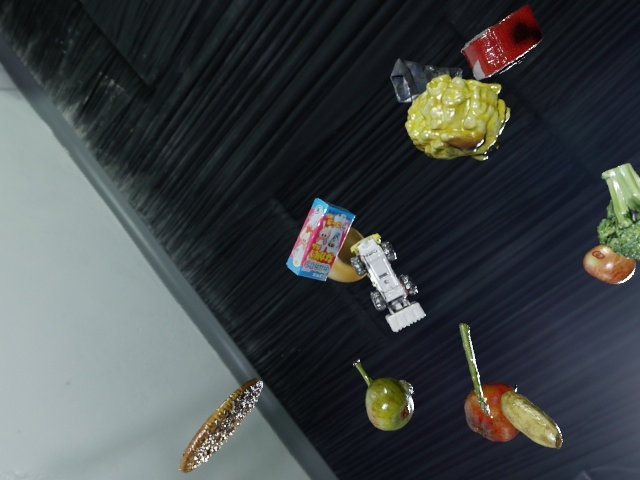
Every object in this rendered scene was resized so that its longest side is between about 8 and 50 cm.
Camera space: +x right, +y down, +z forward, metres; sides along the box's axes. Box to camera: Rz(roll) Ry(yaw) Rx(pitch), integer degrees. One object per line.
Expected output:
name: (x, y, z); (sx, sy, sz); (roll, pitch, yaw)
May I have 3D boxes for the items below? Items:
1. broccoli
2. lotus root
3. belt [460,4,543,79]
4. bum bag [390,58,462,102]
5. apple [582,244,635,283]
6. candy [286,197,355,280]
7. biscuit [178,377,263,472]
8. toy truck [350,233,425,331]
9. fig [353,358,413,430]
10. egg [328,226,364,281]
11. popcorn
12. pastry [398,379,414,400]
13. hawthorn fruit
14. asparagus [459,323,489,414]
broccoli: (0.866, -0.074, 1.163); (0.235, 0.288, 0.260); (7, 75, -13)
lotus root: (0.712, 0.610, 1.519); (0.258, 0.097, 0.110); (-146, -135, -66)
belt: (0.495, -0.526, 1.197); (0.124, 0.200, 0.128); (56, 7, -14)
bum bag: (0.364, -0.529, 1.497); (0.309, 0.137, 0.074); (-3, 11, -25)
apple: (0.989, 0.076, 1.506); (0.146, 0.131, 0.146); (26, 19, -10)
candy: (0.001, 0.001, 1.773); (0.157, 0.306, 0.100); (17, 13, -39)
biscuit: (-0.262, 0.507, 1.207); (0.038, 0.306, 0.305); (37, 24, 16)
toy truck: (0.194, 0.120, 1.307); (0.286, 0.136, 0.111); (63, 1, 12)
fig: (0.166, 0.468, 1.345); (0.151, 0.152, 0.259); (27, -5, -34)
egg: (0.101, 0.061, 2.253); (0.351, 0.283, 0.282); (35, 22, 22)
popcorn: (0.293, -0.260, 0.947); (0.188, 0.218, 0.170); (-2, 90, -17)
pastry: (0.290, 0.585, 1.594); (0.153, 0.081, 0.154); (-10, 102, -58)
hawthorn fruit: (0.806, 0.754, 2.007); (0.300, 0.254, 0.254); (-39, 86, -31)
asparagus: (0.384, 0.325, 1.102); (0.024, 0.025, 0.249); (-41, 115, -78)
